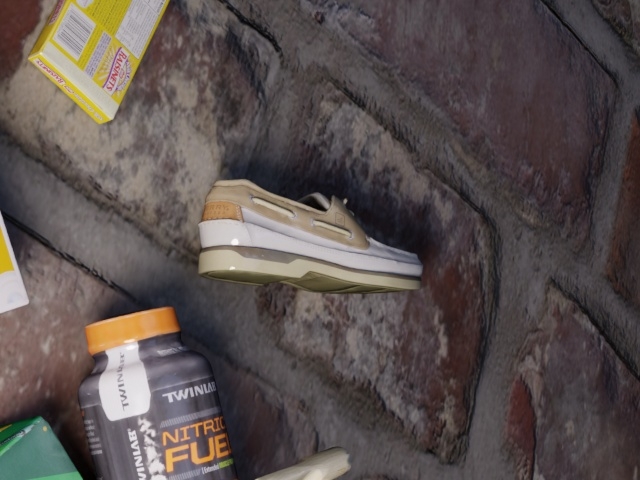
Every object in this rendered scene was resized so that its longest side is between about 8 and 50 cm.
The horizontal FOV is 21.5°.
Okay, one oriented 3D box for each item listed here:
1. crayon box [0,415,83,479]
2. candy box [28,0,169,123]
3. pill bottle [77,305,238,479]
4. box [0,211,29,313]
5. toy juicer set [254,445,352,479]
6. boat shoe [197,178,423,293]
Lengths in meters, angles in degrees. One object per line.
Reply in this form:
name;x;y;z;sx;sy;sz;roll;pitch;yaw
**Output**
crayon box;-0.245;0.315;1.461;0.165;0.081;0.278;-44;111;-46
candy box;-0.216;-0.228;1.707;0.105;0.027;0.206;45;49;-32
pill bottle;-0.151;0.187;1.570;0.130;0.130;0.246;-11;85;-49
box;-0.348;-0.019;1.436;0.114;0.103;0.203;-20;93;-49
toy juicer set;0.001;0.325;1.615;0.209;0.089;0.329;-38;140;-52
boat shoe;0.000;0.000;1.810;0.302;0.113;0.103;10;76;-45
